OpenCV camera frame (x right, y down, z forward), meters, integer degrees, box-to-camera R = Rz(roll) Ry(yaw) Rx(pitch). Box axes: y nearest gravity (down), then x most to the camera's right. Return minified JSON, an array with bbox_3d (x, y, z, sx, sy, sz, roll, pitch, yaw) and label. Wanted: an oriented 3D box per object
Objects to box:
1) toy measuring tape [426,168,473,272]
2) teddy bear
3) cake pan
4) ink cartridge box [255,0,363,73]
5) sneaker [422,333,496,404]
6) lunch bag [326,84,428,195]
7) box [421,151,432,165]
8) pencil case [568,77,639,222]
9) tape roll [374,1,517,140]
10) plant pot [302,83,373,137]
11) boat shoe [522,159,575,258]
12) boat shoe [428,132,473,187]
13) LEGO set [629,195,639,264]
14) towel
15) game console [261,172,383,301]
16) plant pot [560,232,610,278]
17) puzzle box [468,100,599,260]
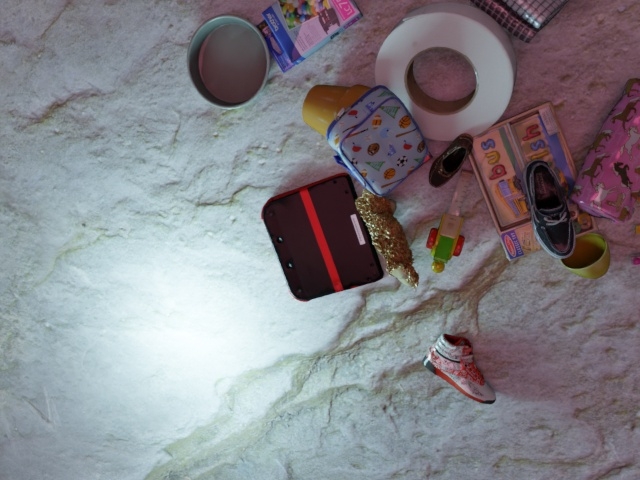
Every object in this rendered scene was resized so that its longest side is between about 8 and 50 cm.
[{"bbox_3d":[0.409,-0.055,1.652,0.121,0.121,0.331,17,84,11],"label":"toy measuring tape"},{"bbox_3d":[0.223,-0.010,1.614,0.113,0.338,0.245,-30,137,14],"label":"teddy bear"},{"bbox_3d":[-0.295,-0.581,1.722,0.292,0.054,0.294,4,104,15],"label":"cake pan"},{"bbox_3d":[-0.047,-0.685,1.629,0.311,0.065,0.186,-30,93,21],"label":"ink cartridge box"},{"bbox_3d":[0.485,0.417,1.731,0.270,0.090,0.145,31,111,9],"label":"sneaker"},{"bbox_3d":[0.159,-0.278,1.503,0.243,0.115,0.303,-41,135,6],"label":"lunch bag"},{"bbox_3d":[0.239,-0.245,1.667,0.207,0.036,0.114,-38,91,20],"label":"box"},{"bbox_3d":[0.830,-0.242,1.419,0.160,0.167,0.387,33,104,50],"label":"pencil case"},{"bbox_3d":[0.342,-0.458,1.466,0.391,0.072,0.392,18,140,15],"label":"tape roll"},{"bbox_3d":[0.054,-0.390,1.610,0.187,0.205,0.205,26,109,24],"label":"plant pot"},{"bbox_3d":[0.658,-0.084,1.497,0.108,0.102,0.302,-15,98,15],"label":"boat shoe"},{"bbox_3d":[0.382,-0.228,1.572,0.073,0.073,0.207,26,138,-1],"label":"boat shoe"},{"bbox_3d":[0.929,-0.066,1.486,0.132,0.107,0.287,-15,99,18],"label":"LEGO set"},{"bbox_3d":[0.533,-0.666,1.380,0.235,0.283,0.121,42,151,9],"label":"towel"},{"bbox_3d":[0.000,0.000,1.788,0.341,0.060,0.387,-18,98,13],"label":"game console"},{"bbox_3d":[0.796,0.059,1.552,0.134,0.134,0.095,-37,117,20],"label":"plant pot"},{"bbox_3d":[0.619,-0.172,1.568,0.271,0.052,0.409,-22,97,17],"label":"puzzle box"}]
